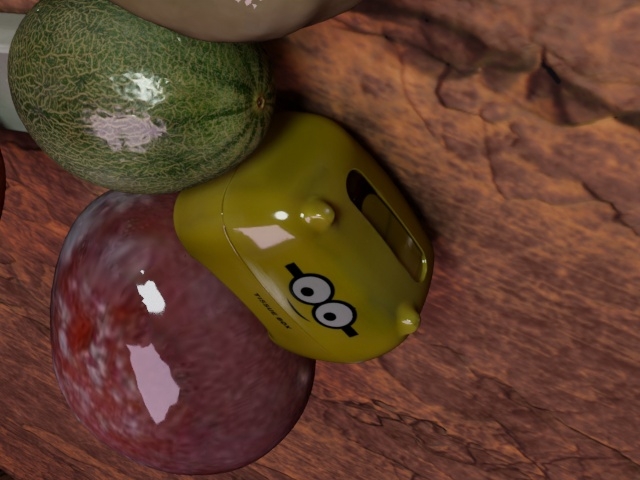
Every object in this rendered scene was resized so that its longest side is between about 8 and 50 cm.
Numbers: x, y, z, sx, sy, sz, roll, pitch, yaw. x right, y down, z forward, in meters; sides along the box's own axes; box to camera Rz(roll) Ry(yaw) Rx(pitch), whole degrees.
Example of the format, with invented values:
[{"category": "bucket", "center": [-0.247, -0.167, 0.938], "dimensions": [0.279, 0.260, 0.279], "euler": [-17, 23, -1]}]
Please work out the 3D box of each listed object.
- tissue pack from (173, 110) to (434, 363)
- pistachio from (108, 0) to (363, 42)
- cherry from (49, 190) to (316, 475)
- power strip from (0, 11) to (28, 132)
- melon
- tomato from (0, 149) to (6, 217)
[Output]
[{"category": "tissue pack", "center": [0.000, 0.000, 0.712], "dimensions": [0.127, 0.123, 0.178], "euler": [-6, 136, 39]}, {"category": "pistachio", "center": [-0.062, -0.164, 0.509], "dimensions": [0.226, 0.136, 0.136], "euler": [19, 151, 33]}, {"category": "cherry", "center": [-0.113, 0.074, 0.854], "dimensions": [0.236, 0.213, 0.285], "euler": [20, 136, 26]}, {"category": "power strip", "center": [-0.315, -0.145, 0.869], "dimensions": [0.367, 0.043, 0.106], "euler": [12, 149, 33]}, {"category": "melon", "center": [-0.118, -0.100, 0.648], "dimensions": [0.192, 0.139, 0.139], "euler": [13, 148, 29]}, {"category": "tomato", "center": [-0.354, -0.027, 0.837], "dimensions": [0.188, 0.232, 0.232], "euler": [0, 173, -37]}]
